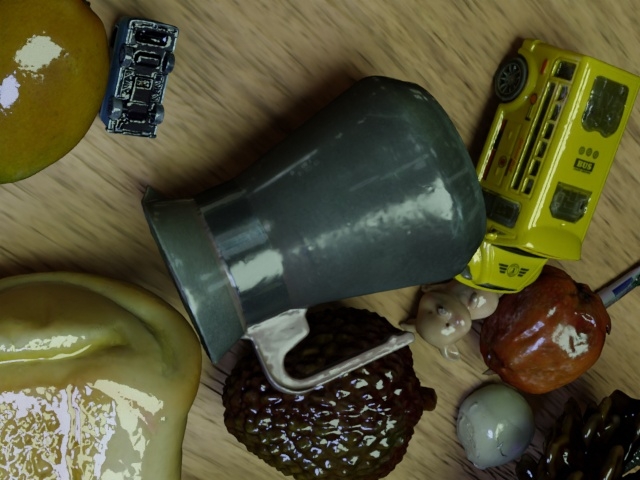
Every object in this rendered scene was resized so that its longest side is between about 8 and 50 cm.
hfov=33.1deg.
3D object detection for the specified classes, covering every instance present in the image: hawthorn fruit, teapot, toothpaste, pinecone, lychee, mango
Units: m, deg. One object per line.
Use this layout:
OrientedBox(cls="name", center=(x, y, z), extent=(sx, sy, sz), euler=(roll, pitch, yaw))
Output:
OrientedBox(cls="hawthorn fruit", center=(0.319, 0.129, 1.517), extent=(0.173, 0.173, 0.179), euler=(29, 83, -36))
OrientedBox(cls="teapot", center=(0.000, 0.000, 1.230), extent=(0.344, 0.253, 0.300), euler=(-24, 91, -8))
OrientedBox(cls="toothpaste", center=(0.448, 0.082, 1.653), extent=(0.170, 0.028, 0.045), euler=(-31, 136, -16))
OrientedBox(cls="pinecone", center=(0.436, 0.437, 1.581), extent=(0.397, 0.398, 0.398), euler=(-12, 119, -23))
OrientedBox(cls="lychee", center=(0.012, 0.198, 1.354), extent=(0.271, 0.236, 0.236), euler=(-6, 117, -7))
OrientedBox(cls="mango", center=(-0.292, -0.155, 1.078), extent=(0.151, 0.120, 0.221), euler=(4, 119, -26))

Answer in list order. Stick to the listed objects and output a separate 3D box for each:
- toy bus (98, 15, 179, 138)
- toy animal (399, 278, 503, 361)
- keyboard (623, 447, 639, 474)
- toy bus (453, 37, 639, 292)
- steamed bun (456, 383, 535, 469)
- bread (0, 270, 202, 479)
OrientedBox(cls="toy bus", center=(-0.197, -0.178, 1.143), extent=(0.060, 0.075, 0.123), euler=(5, 111, -31))
OrientedBox(cls="toy animal", center=(0.190, 0.097, 1.486), extent=(0.150, 0.083, 0.089), euler=(-34, 129, -11))
OrientedBox(cls="keyboard", center=(0.516, 0.361, 1.834), extent=(0.262, 0.016, 0.106), euler=(-28, 124, -14))
OrientedBox(cls="toy bus", center=(0.284, -0.080, 1.392), extent=(0.144, 0.152, 0.330), euler=(12, 101, -34))
OrientedBox(cls="steamed bun", center=(0.269, 0.282, 1.615), extent=(0.112, 0.091, 0.130), euler=(-16, 120, -23))
OrientedBox(cls="bread", center=(-0.294, 0.170, 1.180), extent=(0.315, 0.211, 0.270), euler=(1, 104, -15))
